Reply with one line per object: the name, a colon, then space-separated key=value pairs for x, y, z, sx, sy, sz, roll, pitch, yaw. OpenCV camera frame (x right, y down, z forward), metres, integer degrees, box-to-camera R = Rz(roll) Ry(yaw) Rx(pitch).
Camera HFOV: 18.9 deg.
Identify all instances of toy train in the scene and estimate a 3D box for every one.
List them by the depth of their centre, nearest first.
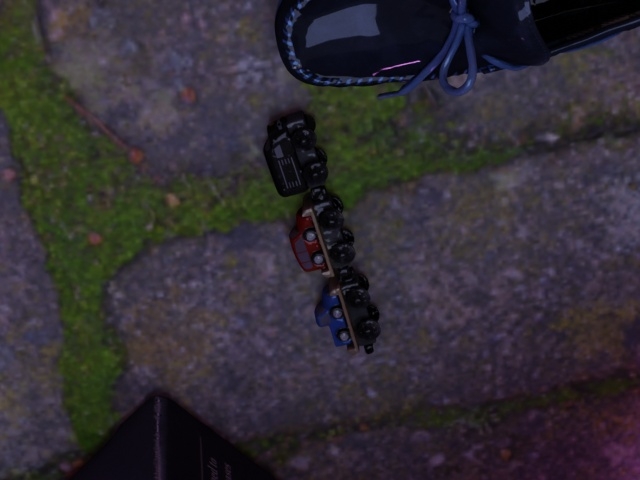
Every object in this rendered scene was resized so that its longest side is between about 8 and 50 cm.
toy train: x=0.000 y=0.000 z=1.103 sx=0.036 sy=0.027 sz=0.158 roll=-16 pitch=116 yaw=6

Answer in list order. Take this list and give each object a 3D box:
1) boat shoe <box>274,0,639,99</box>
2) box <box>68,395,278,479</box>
boat shoe: x=0.099 y=-0.140 z=1.009 sx=0.258 sy=0.089 sz=0.109 roll=-20 pitch=116 yaw=5
box: x=-0.049 y=0.344 z=1.164 sx=0.395 sy=0.212 sz=0.293 roll=39 pitch=107 yaw=-21
